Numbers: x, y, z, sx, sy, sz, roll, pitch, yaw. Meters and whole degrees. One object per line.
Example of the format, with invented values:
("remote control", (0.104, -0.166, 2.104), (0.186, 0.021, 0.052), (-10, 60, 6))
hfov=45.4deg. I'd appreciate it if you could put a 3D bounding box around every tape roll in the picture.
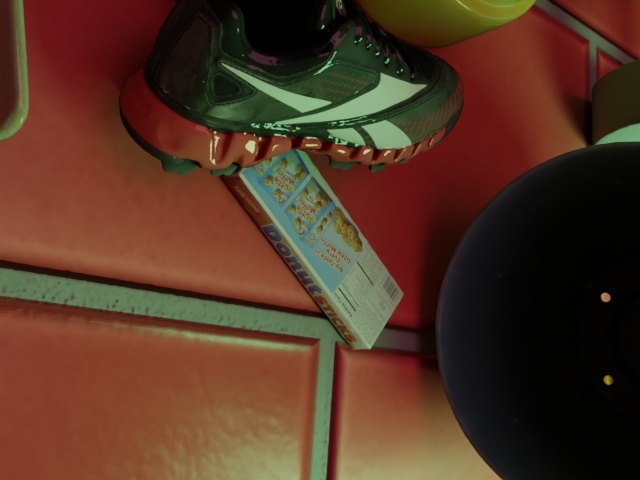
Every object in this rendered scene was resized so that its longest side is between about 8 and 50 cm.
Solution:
("tape roll", (0.416, -0.140, 0.846), (0.219, 0.219, 0.072), (10, 79, -40))

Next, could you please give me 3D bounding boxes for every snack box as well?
("snack box", (0.000, 0.000, 0.588), (0.178, 0.022, 0.064), (54, 52, -22))

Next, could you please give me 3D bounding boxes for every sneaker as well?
("sneaker", (0.009, -0.118, 0.516), (0.276, 0.135, 0.098), (-7, 52, -36))

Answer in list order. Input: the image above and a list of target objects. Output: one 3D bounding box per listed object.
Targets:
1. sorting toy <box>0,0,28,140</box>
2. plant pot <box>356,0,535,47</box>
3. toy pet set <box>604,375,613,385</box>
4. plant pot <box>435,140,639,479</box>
("sorting toy", (-0.261, -0.199, 0.343), (0.229, 0.041, 0.307), (-2, 85, -37))
("plant pot", (0.156, -0.315, 0.628), (0.254, 0.239, 0.254), (7, 79, -40))
("toy pet set", (0.317, 0.210, 0.833), (0.114, 0.065, 0.122), (3, 77, -6))
("plant pot", (0.284, 0.083, 0.666), (0.235, 0.293, 0.293), (13, 75, -55))
